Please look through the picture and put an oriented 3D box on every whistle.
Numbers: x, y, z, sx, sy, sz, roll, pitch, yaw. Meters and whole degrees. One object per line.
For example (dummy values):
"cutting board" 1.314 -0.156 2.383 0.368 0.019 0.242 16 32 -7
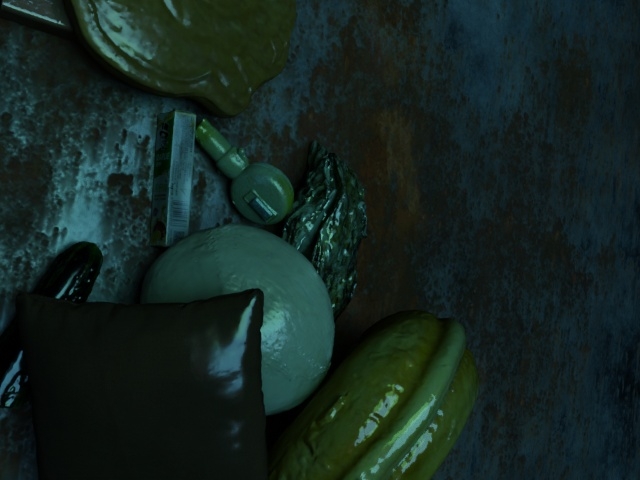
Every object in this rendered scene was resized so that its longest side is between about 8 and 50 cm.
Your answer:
"whistle" -0.126 -0.105 0.973 0.198 0.104 0.057 46 40 -14

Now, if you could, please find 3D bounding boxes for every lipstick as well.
"lipstick" -0.348 -0.300 0.833 0.145 0.045 0.045 10 87 -36

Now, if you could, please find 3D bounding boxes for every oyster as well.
"oyster" 0.000 -0.005 1.047 0.158 0.162 0.350 4 79 3

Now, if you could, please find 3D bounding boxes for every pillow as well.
"pillow" -0.209 0.208 0.758 0.308 0.108 0.305 -1 101 3

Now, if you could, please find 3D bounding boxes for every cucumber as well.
"cucumber" -0.361 0.106 0.817 0.074 0.074 0.241 37 69 -31

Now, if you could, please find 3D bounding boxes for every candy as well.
"candy" -0.118 0.118 0.876 0.296 0.185 0.295 1 99 5

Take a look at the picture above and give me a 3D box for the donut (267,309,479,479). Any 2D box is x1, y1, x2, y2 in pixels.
"donut" 0.067 0.292 0.945 0.198 0.449 0.449 39 65 6

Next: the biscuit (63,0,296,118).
"biscuit" -0.183 -0.381 0.907 0.365 0.062 0.384 23 71 -38

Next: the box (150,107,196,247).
"box" -0.220 -0.090 0.928 0.041 0.050 0.206 4 89 -40
